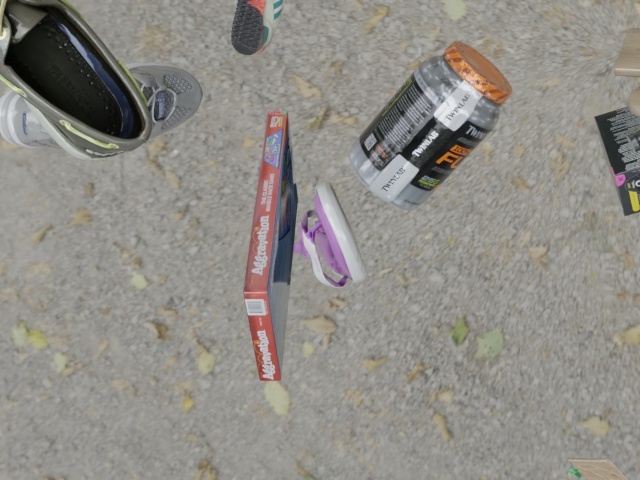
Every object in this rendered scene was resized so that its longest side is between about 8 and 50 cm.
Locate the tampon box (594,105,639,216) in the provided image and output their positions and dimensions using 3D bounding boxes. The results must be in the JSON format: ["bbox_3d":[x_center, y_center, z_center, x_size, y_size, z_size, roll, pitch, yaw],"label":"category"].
[{"bbox_3d":[0.576,-0.150,1.583,0.101,0.161,0.120,-16,136,17],"label":"tampon box"}]

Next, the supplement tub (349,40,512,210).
[{"bbox_3d":[0.219,-0.227,1.724,0.193,0.193,0.316,44,119,6],"label":"supplement tub"}]

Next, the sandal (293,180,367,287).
[{"bbox_3d":[0.007,0.014,1.503,0.102,0.416,0.169,-25,81,-2],"label":"sandal"}]

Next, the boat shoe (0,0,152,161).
[{"bbox_3d":[-0.278,-0.196,0.813,0.091,0.109,0.305,2,141,51],"label":"boat shoe"}]

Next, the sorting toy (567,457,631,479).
[{"bbox_3d":[0.337,0.285,1.085,0.062,0.012,0.083,41,147,-27],"label":"sorting toy"}]

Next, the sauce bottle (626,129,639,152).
[{"bbox_3d":[0.474,-0.158,1.156,0.128,0.042,0.042,-27,92,12],"label":"sauce bottle"}]

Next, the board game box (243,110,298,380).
[{"bbox_3d":[-0.051,-0.001,0.964,0.027,0.281,0.145,0,135,4],"label":"board game box"}]

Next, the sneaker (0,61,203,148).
[{"bbox_3d":[-0.254,-0.157,1.099,0.115,0.281,0.105,20,122,40],"label":"sneaker"}]

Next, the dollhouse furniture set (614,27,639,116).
[{"bbox_3d":[0.281,-0.056,0.658,0.123,0.144,0.151,10,138,26],"label":"dollhouse furniture set"}]

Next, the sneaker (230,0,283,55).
[{"bbox_3d":[-0.078,-0.335,1.201,0.057,0.075,0.161,18,102,10],"label":"sneaker"}]
